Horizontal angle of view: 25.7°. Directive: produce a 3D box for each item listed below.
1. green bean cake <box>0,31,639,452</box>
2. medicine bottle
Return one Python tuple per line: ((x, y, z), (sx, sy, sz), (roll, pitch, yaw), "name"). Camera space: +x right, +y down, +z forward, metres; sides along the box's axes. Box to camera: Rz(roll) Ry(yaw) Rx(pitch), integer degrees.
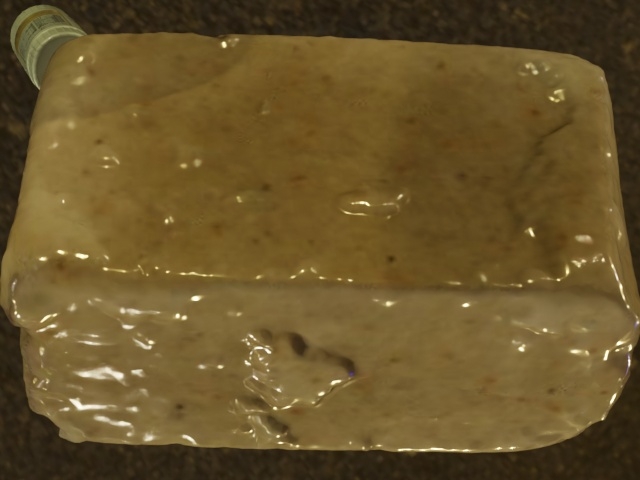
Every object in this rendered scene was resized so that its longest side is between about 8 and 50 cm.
((0.000, 0.000, 0.428), (0.179, 0.109, 0.085), (1, 137, -4), "green bean cake")
((-0.174, -0.124, 0.920), (0.047, 0.083, 0.047), (-9, 114, -20), "medicine bottle")
